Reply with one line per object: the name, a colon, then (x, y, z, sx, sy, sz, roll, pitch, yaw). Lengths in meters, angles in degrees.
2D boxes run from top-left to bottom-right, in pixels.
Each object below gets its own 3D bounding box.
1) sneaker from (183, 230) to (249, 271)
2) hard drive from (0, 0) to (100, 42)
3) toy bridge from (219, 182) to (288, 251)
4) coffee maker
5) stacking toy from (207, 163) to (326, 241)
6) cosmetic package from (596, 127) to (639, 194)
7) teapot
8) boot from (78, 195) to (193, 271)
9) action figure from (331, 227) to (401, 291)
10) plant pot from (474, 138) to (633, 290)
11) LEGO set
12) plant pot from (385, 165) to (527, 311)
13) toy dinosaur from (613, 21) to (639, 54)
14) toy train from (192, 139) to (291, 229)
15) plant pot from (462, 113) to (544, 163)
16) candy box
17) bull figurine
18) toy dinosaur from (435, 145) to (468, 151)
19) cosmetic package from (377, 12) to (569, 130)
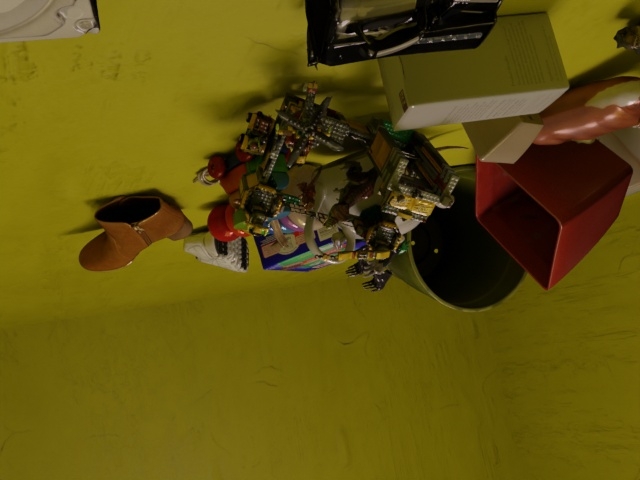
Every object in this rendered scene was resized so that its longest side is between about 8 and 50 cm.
sneaker: (-0.289, 0.028, 1.697, 0.118, 0.110, 0.292, -6, 163, 14)
hard drive: (-0.345, -0.216, 0.406, 0.338, 0.064, 0.237, -8, 169, -15)
toy bridge: (-0.124, -0.059, 1.192, 0.063, 0.188, 0.026, -27, -164, 49)
coffee maker: (0.078, -0.249, 0.610, 0.178, 0.120, 0.171, -9, -167, -9)
stacking toy: (-0.130, -0.060, 1.313, 0.330, 0.141, 0.141, -15, 170, 42)
cosmetic package: (0.724, -0.185, 1.479, 0.113, 0.160, 0.309, -5, 167, -29)
teapot: (0.110, -0.078, 1.120, 0.255, 0.187, 0.252, -16, -169, 17)
boot: (-0.439, -0.023, 1.278, 0.294, 0.104, 0.211, -18, 164, 7)
action figure: (0.123, 0.020, 1.499, 0.140, 0.164, 0.276, -29, 145, -22)
plant pot: (0.524, -0.100, 1.322, 0.235, 0.267, 0.267, -29, 144, -8)
LEGO set: (0.039, -0.070, 0.877, 0.331, 0.192, 0.255, 23, 115, -23)
plant pot: (0.328, 0.001, 1.647, 0.366, 0.367, 0.353, -8, -179, -19)
toy dinosaur: (0.530, -0.307, 0.899, 0.118, 0.064, 0.268, -11, 176, 38)
toy train: (-0.152, -0.084, 1.095, 0.105, 0.144, 0.248, 0, 165, -45)
plant pot: (0.334, -0.214, 1.073, 0.108, 0.109, 0.096, -3, 153, -38)
candy box: (0.000, 0.000, 1.748, 0.268, 0.122, 0.317, -21, 169, 22)
bull figurine: (0.518, -0.236, 1.077, 0.188, 0.101, 0.310, -3, 180, -44)
toy dinosaur: (0.200, -0.176, 1.269, 0.112, 0.064, 0.211, -29, -174, -26)
cosmetic package: (0.202, -0.227, 0.797, 0.230, 0.118, 0.085, -8, 168, -11)
